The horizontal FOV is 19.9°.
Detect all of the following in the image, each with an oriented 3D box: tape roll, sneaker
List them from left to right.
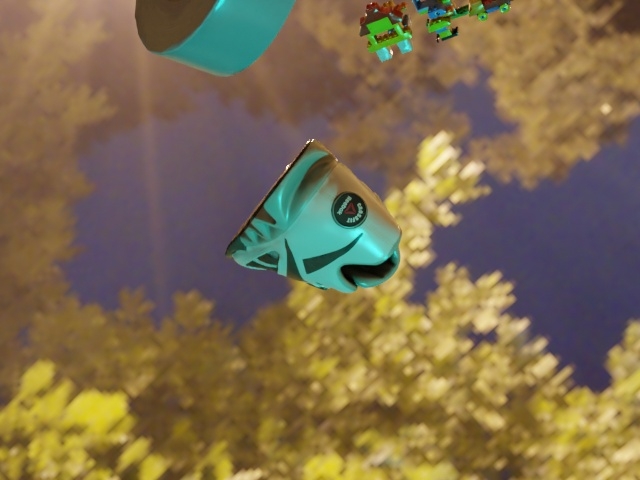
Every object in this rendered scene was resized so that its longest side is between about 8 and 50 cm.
[{"bbox_3d":[-0.092,-0.267,1.709,0.072,0.219,0.219,17,-146,-31],"label":"tape roll"},{"bbox_3d":[0.000,0.000,1.777,0.146,0.122,0.330,36,173,-4],"label":"sneaker"}]

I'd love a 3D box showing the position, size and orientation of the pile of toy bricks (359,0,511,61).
[{"bbox_3d":[0.148,-0.333,2.399,0.105,0.212,0.118,57,-155,-33],"label":"pile of toy bricks"}]
